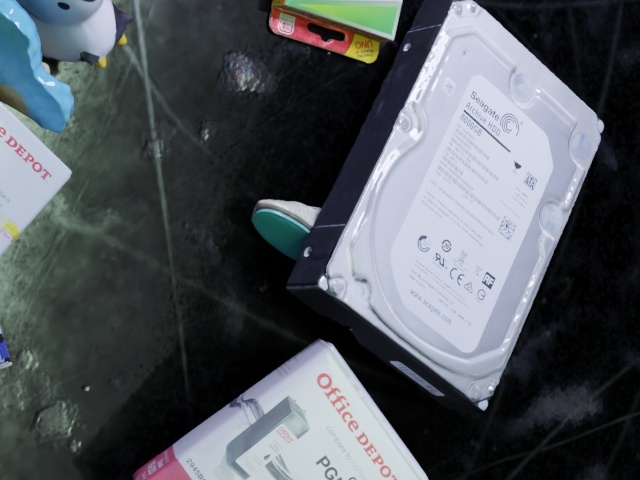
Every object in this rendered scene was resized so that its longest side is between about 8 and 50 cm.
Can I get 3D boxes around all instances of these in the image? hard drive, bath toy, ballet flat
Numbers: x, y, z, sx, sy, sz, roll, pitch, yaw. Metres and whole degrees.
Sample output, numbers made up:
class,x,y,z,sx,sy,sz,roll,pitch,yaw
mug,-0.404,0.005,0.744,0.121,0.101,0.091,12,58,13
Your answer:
class,x,y,z,sx,sy,sz,roll,pitch,yaw
hard drive,0.131,-0.038,1.548,0.237,0.064,0.339,39,65,-28
bath toy,-0.164,-0.259,1.368,0.129,0.151,0.348,35,68,-2
ballet flat,0.000,0.000,1.527,0.168,0.057,0.052,38,47,-29

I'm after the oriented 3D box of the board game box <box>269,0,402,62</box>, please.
class,x,y,z,sx,sy,sz,roll,pitch,yaw
board game box,0.034,-0.308,1.532,0.124,0.039,0.259,14,89,-28

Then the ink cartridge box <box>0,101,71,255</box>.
class,x,y,z,sx,sy,sz,roll,pitch,yaw
ink cartridge box,-0.317,-0.035,1.299,0.128,0.127,0.176,47,72,-22

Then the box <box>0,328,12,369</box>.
class,x,y,z,sx,sy,sz,roll,pitch,yaw
box,-0.347,0.105,1.329,0.169,0.059,0.054,-21,103,-26

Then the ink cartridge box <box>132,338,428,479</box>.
class,x,y,z,sx,sy,sz,roll,pitch,yaw
ink cartridge box,-0.036,0.214,1.439,0.218,0.092,0.158,-36,94,-7
